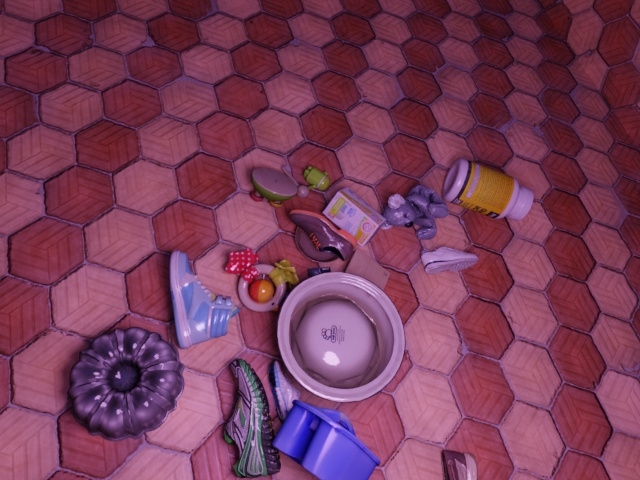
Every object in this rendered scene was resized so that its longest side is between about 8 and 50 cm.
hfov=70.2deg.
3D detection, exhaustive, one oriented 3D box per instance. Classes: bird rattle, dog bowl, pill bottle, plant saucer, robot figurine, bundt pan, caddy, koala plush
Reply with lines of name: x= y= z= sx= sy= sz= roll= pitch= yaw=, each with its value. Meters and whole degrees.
bird rattle: x=-0.202 y=0.137 z=1.544 sx=0.253 sy=0.143 sz=0.207 roll=10 pitch=78 yaw=-5
dog bowl: x=0.054 y=0.313 z=1.453 sx=0.407 sy=0.150 sz=0.409 roll=5 pitch=63 yaw=-10
pill bottle: x=0.696 y=-0.202 z=1.900 sx=0.333 sy=0.188 sz=0.188 roll=19 pitch=60 yaw=-3
plant saucer: x=0.000 y=0.000 z=1.710 sx=0.198 sy=0.036 sz=0.199 roll=6 pitch=62 yaw=-12
robot figurine: x=-0.012 y=-0.245 z=1.815 sx=0.115 sy=0.067 sz=0.101 roll=35 pitch=56 yaw=5
bundt pan: x=-0.562 y=0.399 z=1.315 sx=0.330 sy=0.124 sz=0.331 roll=6 pitch=63 yaw=-12
caddy: x=0.026 y=0.566 z=1.267 sx=0.241 sy=0.341 sz=0.179 roll=15 pitch=59 yaw=41
koala plush: x=0.339 y=-0.113 z=1.778 sx=0.221 sy=0.196 sz=0.203 roll=-11 pitch=55 yaw=-19

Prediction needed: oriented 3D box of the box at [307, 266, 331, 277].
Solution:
box: x=-0.001 y=0.133 z=1.651 sx=0.083 sy=0.018 sz=0.067 roll=-3 pitch=64 yaw=-15

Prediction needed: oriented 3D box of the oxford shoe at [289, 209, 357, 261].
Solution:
oxford shoe: x=-0.002 y=-0.021 z=1.648 sx=0.271 sy=0.097 sz=0.098 roll=28 pitch=66 yaw=1

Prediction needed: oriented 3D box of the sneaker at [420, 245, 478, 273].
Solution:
sneaker: x=0.506 y=0.065 z=1.779 sx=0.234 sy=0.090 sz=0.095 roll=-2 pitch=55 yaw=-17

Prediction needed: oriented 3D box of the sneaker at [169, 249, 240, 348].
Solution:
sneaker: x=-0.375 y=0.176 z=1.479 sx=0.208 sy=0.127 sz=0.319 roll=-8 pitch=75 yaw=-16

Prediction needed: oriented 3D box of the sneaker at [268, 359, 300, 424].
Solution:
sneaker: x=-0.108 y=0.468 z=1.431 sx=0.082 sy=0.071 sz=0.191 roll=-10 pitch=74 yaw=-25

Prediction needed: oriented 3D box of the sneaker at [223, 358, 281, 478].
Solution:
sneaker: x=-0.223 y=0.513 z=1.336 sx=0.146 sy=0.134 sz=0.344 roll=-15 pitch=60 yaw=-5

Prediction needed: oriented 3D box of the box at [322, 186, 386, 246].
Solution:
box: x=0.131 y=-0.091 z=1.726 sx=0.203 sy=0.114 sz=0.103 roll=42 pitch=28 yaw=8

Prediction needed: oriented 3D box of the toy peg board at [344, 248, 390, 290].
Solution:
toy peg board: x=0.146 y=0.147 z=1.660 sx=0.160 sy=0.079 sz=0.161 roll=36 pitch=60 yaw=-12

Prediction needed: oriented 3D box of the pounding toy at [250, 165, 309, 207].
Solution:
pounding toy: x=-0.176 y=-0.187 z=1.742 sx=0.183 sy=0.110 sz=0.236 roll=41 pitch=31 yaw=21

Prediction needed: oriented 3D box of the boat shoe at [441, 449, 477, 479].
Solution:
boat shoe: x=0.393 y=0.803 z=1.354 sx=0.123 sy=0.123 sz=0.342 roll=13 pitch=57 yaw=2
